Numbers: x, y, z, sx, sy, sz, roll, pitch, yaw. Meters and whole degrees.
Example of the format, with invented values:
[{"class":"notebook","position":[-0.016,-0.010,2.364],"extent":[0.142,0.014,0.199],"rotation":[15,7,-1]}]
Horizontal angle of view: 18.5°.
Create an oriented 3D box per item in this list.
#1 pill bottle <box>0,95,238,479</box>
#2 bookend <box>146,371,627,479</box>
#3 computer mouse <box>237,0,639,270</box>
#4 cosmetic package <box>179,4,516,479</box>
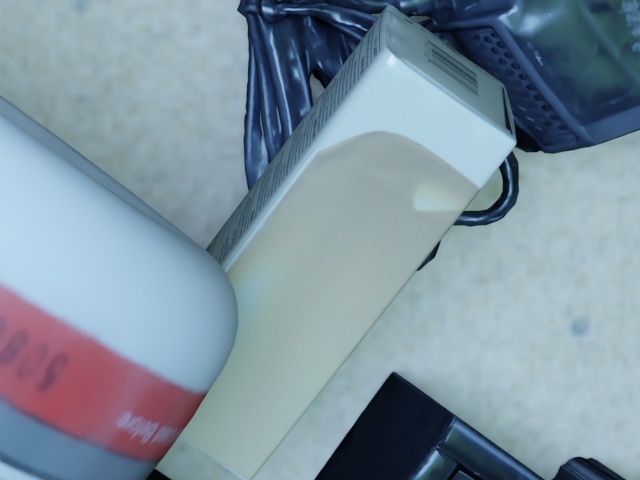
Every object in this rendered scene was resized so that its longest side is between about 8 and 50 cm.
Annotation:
[{"class":"pill bottle","position":[-0.200,0.099,0.430],"extent":[0.210,0.210,0.363],"rotation":[36,88,-18]},{"class":"bookend","position":[-0.006,0.096,0.557],"extent":[0.156,0.072,0.157],"rotation":[37,88,-18]},{"class":"computer mouse","position":[0.096,-0.106,0.556],"extent":[0.272,0.072,0.188],"rotation":[-15,106,0]},{"class":"cosmetic package","position":[0.000,0.000,0.512],"extent":[0.041,0.060,0.115],"rotation":[35,108,-9]}]
